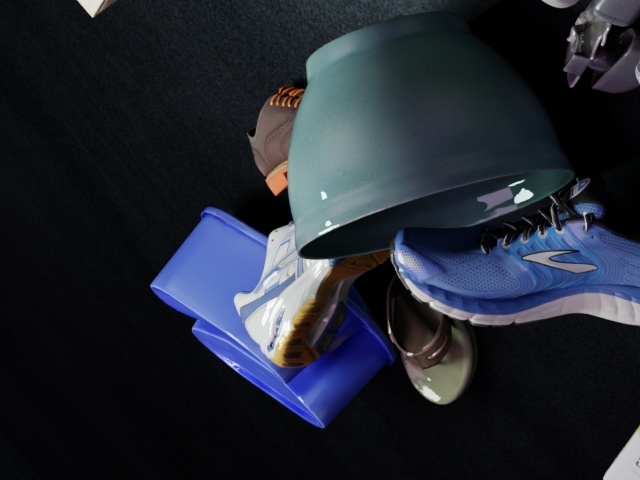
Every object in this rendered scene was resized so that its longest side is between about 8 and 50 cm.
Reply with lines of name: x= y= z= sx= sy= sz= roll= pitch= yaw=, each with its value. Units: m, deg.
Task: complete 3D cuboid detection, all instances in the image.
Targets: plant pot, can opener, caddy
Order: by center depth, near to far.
can opener: x=0.298 y=-0.227 z=1.659 sx=0.095 sy=0.076 sz=0.283 roll=17 pitch=150 yaw=-10
plant pot: x=0.091 y=-0.115 z=1.865 sx=0.293 sy=0.293 sz=0.196 roll=-32 pitch=72 yaw=60
caddy: x=-0.052 y=0.083 z=2.343 sx=0.341 sy=0.179 sz=0.241 roll=31 pitch=166 yaw=43

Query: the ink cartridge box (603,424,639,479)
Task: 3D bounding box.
ink cartridge box: x=0.429 y=0.199 z=1.734 sx=0.226 sy=0.131 sz=0.306 roll=41 pitch=148 yaw=14

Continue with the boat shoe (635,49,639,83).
boat shoe: x=0.353 y=-0.149 z=1.642 sx=0.142 sy=0.049 sz=0.040 roll=11 pitch=146 yaw=19

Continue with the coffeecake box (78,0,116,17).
coffeecake box: x=-0.297 y=-0.387 z=2.227 sx=0.185 sy=0.068 sz=0.142 roll=49 pitch=150 yaw=0

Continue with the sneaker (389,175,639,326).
sneaker: x=0.234 y=-0.003 z=1.837 sx=0.330 sy=0.129 sz=0.147 roll=-1 pitch=121 yaw=0

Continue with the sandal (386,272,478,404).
sandal: x=0.120 y=0.088 z=2.209 sx=0.120 sy=0.086 sz=0.302 roll=29 pitch=145 yaw=31

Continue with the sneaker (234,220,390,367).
sneaker: x=0.000 y=0.000 z=2.120 sx=0.131 sy=0.296 sz=0.112 roll=43 pitch=-167 yaw=35

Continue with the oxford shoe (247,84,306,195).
oxford shoe: x=-0.025 y=-0.140 z=2.135 sx=0.098 sy=0.097 sz=0.271 roll=53 pitch=150 yaw=4

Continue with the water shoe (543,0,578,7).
water shoe: x=0.180 y=-0.287 z=1.730 sx=0.203 sy=0.073 sz=0.080 roll=50 pitch=166 yaw=21
